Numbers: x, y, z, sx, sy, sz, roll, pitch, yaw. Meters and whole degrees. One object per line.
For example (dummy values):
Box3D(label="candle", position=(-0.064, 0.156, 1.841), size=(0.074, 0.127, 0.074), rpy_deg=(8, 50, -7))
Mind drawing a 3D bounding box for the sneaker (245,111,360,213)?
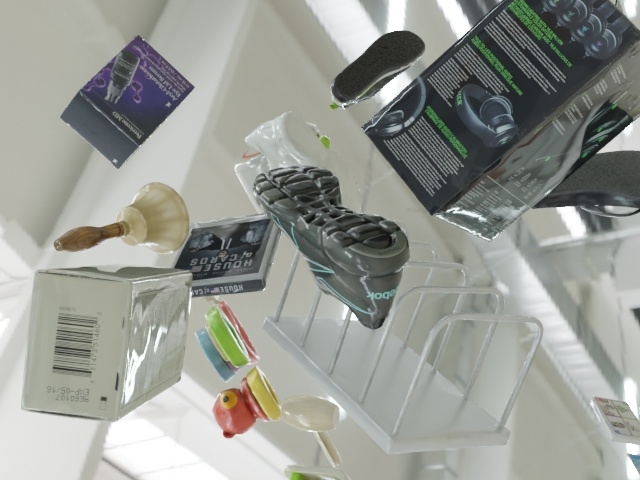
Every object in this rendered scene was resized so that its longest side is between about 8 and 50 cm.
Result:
Box3D(label="sneaker", position=(-0.023, -0.094, 1.362), size=(0.212, 0.094, 0.080), rpy_deg=(50, -141, -32))

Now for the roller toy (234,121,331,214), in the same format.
Box3D(label="roller toy", position=(-0.068, -0.142, 1.971), size=(0.146, 0.191, 0.209), rpy_deg=(62, 171, -17))

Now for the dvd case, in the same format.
Box3D(label="dvd case", position=(-0.165, 0.024, 1.667), size=(0.238, 0.179, 0.029), rpy_deg=(-77, -22, -61))

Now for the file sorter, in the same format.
Box3D(label="file sorter", position=(0.099, 0.103, 1.150), size=(0.193, 0.278, 0.173), rpy_deg=(5, -68, -38))

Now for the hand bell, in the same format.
Box3D(label="hand bell", position=(-0.334, -0.016, 1.539), size=(0.242, 0.126, 0.126), rpy_deg=(-21, -82, -58))

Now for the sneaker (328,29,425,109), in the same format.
Box3D(label="sneaker", position=(0.110, -0.351, 1.978), size=(0.084, 0.235, 0.097), rpy_deg=(55, 171, 12))

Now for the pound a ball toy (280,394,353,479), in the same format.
Box3D(label="pound a ball toy", position=(0.045, 0.370, 1.287), size=(0.319, 0.136, 0.208), rpy_deg=(56, -137, -46))

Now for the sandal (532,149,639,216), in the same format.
Box3D(label="sandal", position=(0.364, -0.070, 1.255), size=(0.054, 0.255, 0.097), rpy_deg=(88, -174, -46))

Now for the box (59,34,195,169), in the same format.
Box3D(label="box", position=(-0.368, -0.265, 1.825), size=(0.153, 0.108, 0.207), rpy_deg=(42, -130, -12))

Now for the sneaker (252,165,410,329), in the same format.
Box3D(label="sneaker", position=(0.000, 0.000, 1.052), size=(0.101, 0.267, 0.106), rpy_deg=(-16, -57, -23))

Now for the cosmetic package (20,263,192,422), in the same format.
Box3D(label="cosmetic package", position=(-0.248, 0.112, 1.163), size=(0.309, 0.113, 0.160), rpy_deg=(16, -99, -86))

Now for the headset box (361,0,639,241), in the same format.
Box3D(label="headset box", position=(0.224, -0.146, 1.033), size=(0.131, 0.283, 0.246), rpy_deg=(54, -164, 19))

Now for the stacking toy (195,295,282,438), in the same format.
Box3D(label="stacking toy", position=(-0.216, 0.238, 1.968), size=(0.279, 0.130, 0.309), rpy_deg=(60, 177, -36))

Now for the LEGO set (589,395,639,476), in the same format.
Box3D(label="LEGO set", position=(0.429, 0.282, 1.100), size=(0.244, 0.183, 0.060), rpy_deg=(-103, 26, -62))
